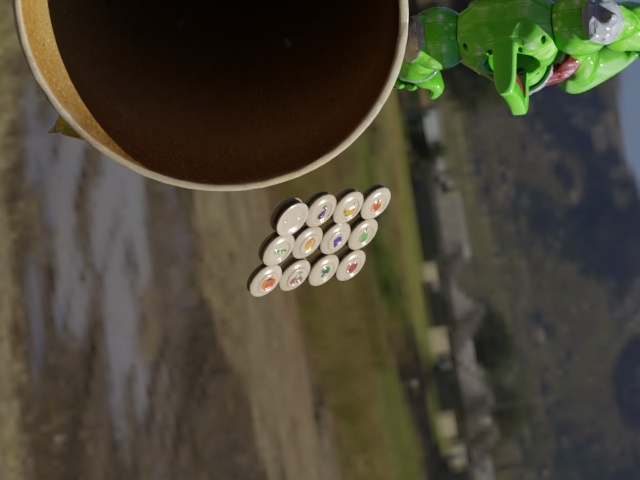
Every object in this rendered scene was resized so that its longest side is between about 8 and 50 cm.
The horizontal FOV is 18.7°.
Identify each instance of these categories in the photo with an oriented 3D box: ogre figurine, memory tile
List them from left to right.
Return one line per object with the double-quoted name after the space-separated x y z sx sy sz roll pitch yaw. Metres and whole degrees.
0.000 0.000 1.820 0.012 0.148 0.113 44 -54 33 "memory tile"
0.130 -0.126 1.234 0.118 0.197 0.097 13 93 -72 "ogre figurine"

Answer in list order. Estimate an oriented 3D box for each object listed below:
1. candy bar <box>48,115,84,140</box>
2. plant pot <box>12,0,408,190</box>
-0.178 -0.094 1.848 0.040 0.161 0.018 -64 167 -58 "candy bar"
-0.055 -0.192 1.260 0.254 0.237 0.237 -79 161 -62 "plant pot"
